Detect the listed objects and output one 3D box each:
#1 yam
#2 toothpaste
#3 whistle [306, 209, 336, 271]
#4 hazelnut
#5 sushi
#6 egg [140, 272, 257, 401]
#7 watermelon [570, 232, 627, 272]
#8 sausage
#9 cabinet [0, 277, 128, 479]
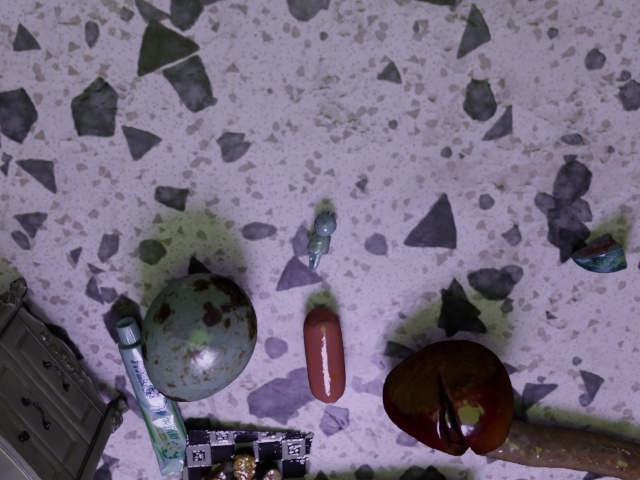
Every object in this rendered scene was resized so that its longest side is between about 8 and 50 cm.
[{"bbox_3d":[0.422,0.349,1.455,0.357,0.081,0.081,14,111,-4],"label":"yam"},{"bbox_3d":[-0.267,0.256,1.439,0.075,0.048,0.296,-16,114,-1],"label":"toothpaste"},{"bbox_3d":[0.000,0.000,1.337,0.035,0.035,0.100,14,113,-6],"label":"whistle"},{"bbox_3d":[0.197,0.243,1.366,0.204,0.178,0.177,-12,112,24],"label":"hazelnut"},{"bbox_3d":[-0.126,0.405,1.484,0.210,0.040,0.192,6,112,-10],"label":"sushi"},{"bbox_3d":[-0.185,0.151,1.329,0.169,0.169,0.231,21,124,-8],"label":"egg"},{"bbox_3d":[0.422,0.017,1.343,0.085,0.085,0.061,19,71,-7],"label":"watermelon"},{"bbox_3d":[0.007,0.183,1.396,0.062,0.062,0.154,-5,112,2],"label":"sausage"},{"bbox_3d":[-0.474,0.270,1.298,0.228,0.318,0.290,-31,108,14],"label":"cabinet"}]
